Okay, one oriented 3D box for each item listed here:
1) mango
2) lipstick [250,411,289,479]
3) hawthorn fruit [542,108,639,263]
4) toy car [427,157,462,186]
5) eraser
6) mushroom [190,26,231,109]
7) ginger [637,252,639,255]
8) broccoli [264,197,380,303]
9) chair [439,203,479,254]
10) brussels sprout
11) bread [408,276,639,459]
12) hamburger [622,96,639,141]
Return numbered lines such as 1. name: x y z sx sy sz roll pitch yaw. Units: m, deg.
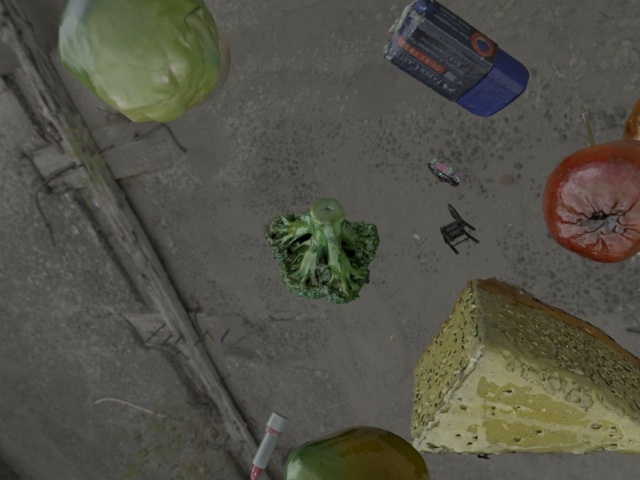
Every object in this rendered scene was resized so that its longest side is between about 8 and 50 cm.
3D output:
1. mango: 0.045 0.281 0.466 0.195 0.130 0.092 29 135 -25
2. lipstick: -0.158 0.600 1.169 0.057 0.186 0.063 19 160 23
3. hawthorn fruit: 0.400 -0.094 0.581 0.165 0.285 0.165 12 130 15
4. toy car: 0.408 -0.220 1.329 0.055 0.142 0.069 -45 128 4
5. eraser: 0.320 -0.430 0.968 0.332 0.101 0.155 28 157 -12
6. mushroom: -0.210 -0.280 0.620 0.154 0.154 0.122 -12 143 33
7. ginger: 0.952 -0.016 1.097 0.193 0.123 0.115 -28 77 13
8. broccoli: 0.000 0.000 0.898 0.269 0.254 0.269 12 150 7
9. chair: 0.502 -0.050 1.537 0.102 0.212 0.084 -29 126 3
10. brussels sprout: -0.188 -0.207 0.412 0.149 0.122 0.151 15 85 27
11. bread: 0.325 0.248 0.653 0.315 0.248 0.279 35 114 2
12. hamburger: 0.928 -0.272 0.992 0.290 0.170 0.314 19 101 50
